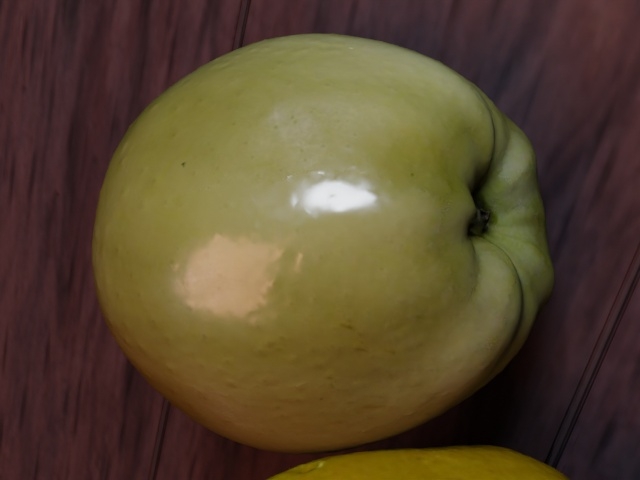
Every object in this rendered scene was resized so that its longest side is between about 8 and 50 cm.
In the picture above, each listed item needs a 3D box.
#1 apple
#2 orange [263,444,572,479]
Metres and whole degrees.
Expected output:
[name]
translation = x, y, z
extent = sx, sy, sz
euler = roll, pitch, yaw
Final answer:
[apple]
translation = 0.000, 0.000, 0.552
extent = 0.200, 0.200, 0.200
euler = 18, 119, 37
[orange]
translation = 0.036, 0.212, 0.546
extent = 0.279, 0.279, 0.235
euler = -51, 49, 42
